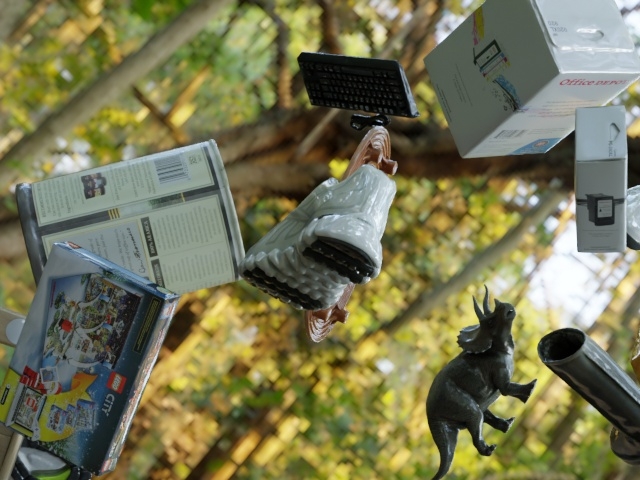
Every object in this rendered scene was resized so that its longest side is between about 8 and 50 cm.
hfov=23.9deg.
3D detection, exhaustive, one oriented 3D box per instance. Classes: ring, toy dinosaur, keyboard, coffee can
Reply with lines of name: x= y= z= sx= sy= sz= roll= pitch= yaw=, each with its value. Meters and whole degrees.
ring: x=0.051 y=-0.006 z=2.253 sx=0.032 sy=0.337 sz=0.336 roll=19 pitch=-21 yaw=13
toy dinosaur: x=0.243 y=0.242 z=2.413 sx=0.160 sy=0.313 sz=0.121 roll=34 pitch=5 yaw=11
keyboard: x=0.047 y=-0.179 z=1.879 sx=0.180 sy=0.023 sz=0.108 roll=13 pitch=-45 yaw=46
coffee can: x=-0.255 y=-0.010 z=2.059 sx=0.201 sy=0.275 sz=0.202 roll=167 pitch=-90 yaw=-83

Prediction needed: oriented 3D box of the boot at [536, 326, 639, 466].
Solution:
boot: x=0.337 y=0.187 z=1.803 sx=0.208 sy=0.076 sz=0.189 roll=32 pitch=-19 yaw=-13

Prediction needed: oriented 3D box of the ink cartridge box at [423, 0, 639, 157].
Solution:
ink cartridge box: x=0.294 y=-0.244 z=2.103 sx=0.232 sy=0.171 sz=0.168 roll=-40 pitch=-118 yaw=47

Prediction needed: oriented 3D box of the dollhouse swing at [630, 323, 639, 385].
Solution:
dollhouse swing: x=0.666 y=0.209 z=2.203 sx=0.315 sy=0.347 sz=0.305 roll=-21 pitch=-77 yaw=25

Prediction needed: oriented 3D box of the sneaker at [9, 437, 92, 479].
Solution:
sneaker: x=-0.462 y=0.264 z=2.104 sx=0.300 sy=0.111 sz=0.121 roll=39 pitch=-8 yaw=-23

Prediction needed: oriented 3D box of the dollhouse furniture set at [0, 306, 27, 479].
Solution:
dollhouse furniture set: x=-0.437 y=0.195 z=1.764 sx=0.173 sy=0.303 sz=0.355 roll=18 pitch=-7 yaw=-5

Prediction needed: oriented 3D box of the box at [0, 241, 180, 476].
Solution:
box: x=-0.279 y=0.139 z=1.787 sx=0.159 sy=0.233 sz=0.044 roll=25 pitch=11 yaw=16

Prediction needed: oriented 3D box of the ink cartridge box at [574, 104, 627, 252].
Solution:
ink cartridge box: x=0.342 y=-0.076 z=1.850 sx=0.063 sy=0.109 sz=0.150 roll=-1 pitch=-48 yaw=10

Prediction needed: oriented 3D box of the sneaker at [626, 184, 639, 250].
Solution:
sneaker: x=0.530 y=-0.075 z=2.201 sx=0.145 sy=0.270 sz=0.090 roll=-43 pitch=-106 yaw=40

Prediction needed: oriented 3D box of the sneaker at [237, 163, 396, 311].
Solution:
sneaker: x=0.000 y=0.000 z=1.689 sx=0.110 sy=0.118 sz=0.292 roll=29 pitch=-24 yaw=-18
